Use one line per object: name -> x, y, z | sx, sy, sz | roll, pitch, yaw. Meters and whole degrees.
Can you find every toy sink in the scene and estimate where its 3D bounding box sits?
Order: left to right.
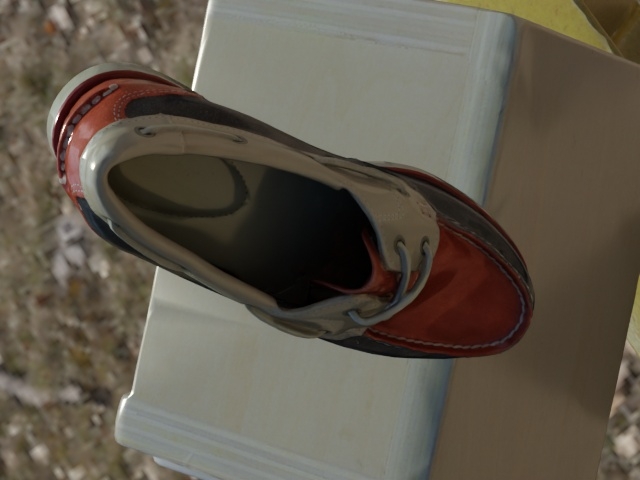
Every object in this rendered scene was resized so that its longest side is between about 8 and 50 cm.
toy sink -> 0.024, 0.035, 0.582 | 0.131, 0.153, 0.234 | 13, 95, 31

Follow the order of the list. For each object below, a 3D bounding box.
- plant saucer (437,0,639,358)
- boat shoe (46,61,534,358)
plant saucer -> 0.186, -0.015, 0.824 | 0.333, 0.081, 0.333 | 59, -162, 17
boat shoe -> 0.000, 0.000, 0.372 | 0.137, 0.049, 0.043 | 25, -170, -29
